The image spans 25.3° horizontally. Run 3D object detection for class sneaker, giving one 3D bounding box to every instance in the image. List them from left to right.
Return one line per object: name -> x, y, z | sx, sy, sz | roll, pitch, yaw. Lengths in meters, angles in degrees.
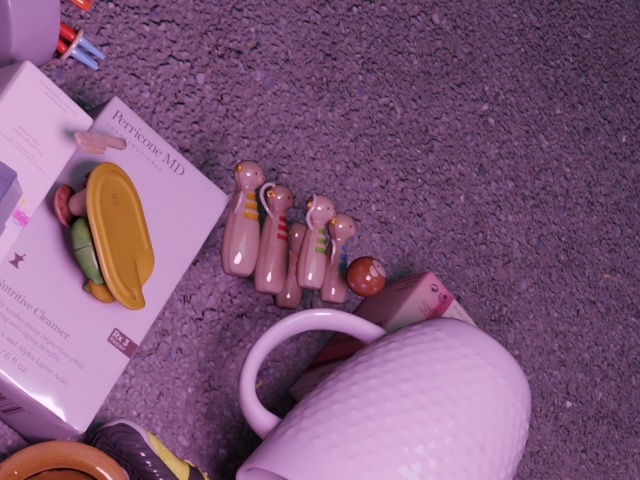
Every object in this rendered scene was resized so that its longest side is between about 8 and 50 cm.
sneaker -> -0.155, 0.368, 1.835 | 0.384, 0.145, 0.147 | 53, 35, -16

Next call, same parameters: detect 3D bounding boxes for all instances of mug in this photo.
mug -> 0.066, 0.235, 1.784 | 0.374, 0.276, 0.328 | 37, 62, 15

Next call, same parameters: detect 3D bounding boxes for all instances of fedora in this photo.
fedora -> -0.322, 0.332, 1.725 | 0.194, 0.079, 0.194 | 1, 87, -10

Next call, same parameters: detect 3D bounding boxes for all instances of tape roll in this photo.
tape roll -> -0.411, -0.306, 1.749 | 0.072, 0.219, 0.219 | -27, 94, -36

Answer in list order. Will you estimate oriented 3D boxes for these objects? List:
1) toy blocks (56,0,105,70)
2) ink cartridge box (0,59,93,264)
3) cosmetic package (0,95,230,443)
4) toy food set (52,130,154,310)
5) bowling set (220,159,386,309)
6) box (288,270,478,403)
toy blocks -> -0.340, -0.305, 1.900 | 0.148, 0.054, 0.123 | 36, 61, -23
ink cartridge box -> -0.441, -0.031, 1.661 | 0.119, 0.207, 0.353 | 46, 56, -30
cosmetic package -> -0.307, 0.036, 1.776 | 0.217, 0.156, 0.385 | 40, 60, -21
toy food set -> -0.265, -0.019, 1.688 | 0.128, 0.071, 0.217 | -19, 97, -70
bowling set -> 0.000, 0.000, 1.912 | 0.287, 0.200, 0.154 | 45, 50, -71
box -> 0.092, 0.172, 2.026 | 0.127, 0.149, 0.232 | 51, 56, -13
